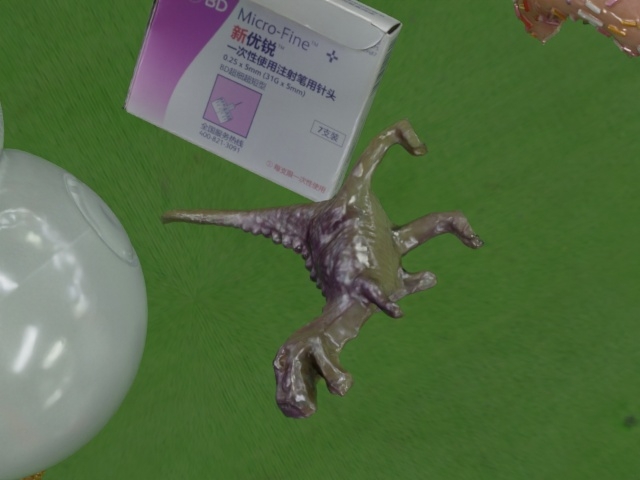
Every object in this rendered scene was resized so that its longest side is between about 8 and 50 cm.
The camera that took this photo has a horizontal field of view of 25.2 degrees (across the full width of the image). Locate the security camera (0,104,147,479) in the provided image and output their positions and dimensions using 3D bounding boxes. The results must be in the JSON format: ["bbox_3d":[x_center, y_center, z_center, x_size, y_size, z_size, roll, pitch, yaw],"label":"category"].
[{"bbox_3d":[-0.201,0.027,0.772,0.194,0.194,0.236,-43,115,-5],"label":"security camera"}]

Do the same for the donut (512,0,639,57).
[{"bbox_3d":[0.231,-0.217,1.277,0.117,0.166,0.065,37,74,-34],"label":"donut"}]

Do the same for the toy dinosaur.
[{"bbox_3d":[-0.002,-0.002,1.011,0.200,0.072,0.251,-35,55,4],"label":"toy dinosaur"}]

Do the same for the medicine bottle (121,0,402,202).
[{"bbox_3d":[-0.050,-0.145,1.180,0.201,0.052,0.171,27,118,9],"label":"medicine bottle"}]

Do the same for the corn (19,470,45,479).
[{"bbox_3d":[-0.291,0.197,1.420,0.068,0.068,0.207,32,91,-3],"label":"corn"}]
